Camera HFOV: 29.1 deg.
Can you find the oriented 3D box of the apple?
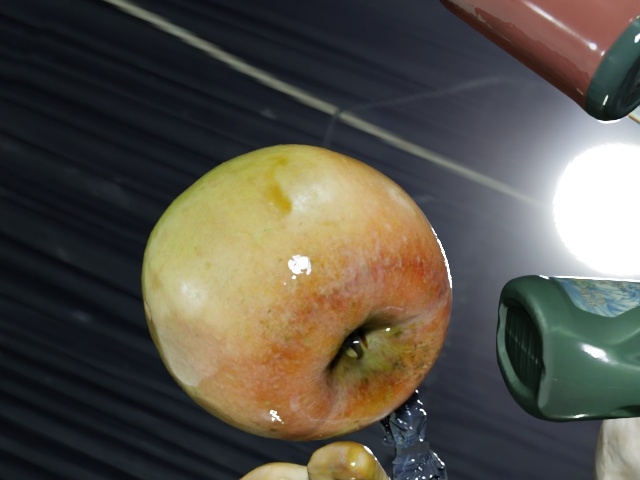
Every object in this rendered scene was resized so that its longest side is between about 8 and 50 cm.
[{"bbox_3d":[-0.031,0.057,1.409,0.339,0.305,0.338,-19,127,-26],"label":"apple"}]

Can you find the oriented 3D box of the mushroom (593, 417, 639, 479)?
[{"bbox_3d":[0.408,0.280,1.243,0.290,0.298,0.297,-51,162,-35],"label":"mushroom"}]

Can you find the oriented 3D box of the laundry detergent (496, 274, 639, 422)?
[{"bbox_3d":[0.219,0.062,0.697,0.144,0.222,0.078,-116,-151,-78],"label":"laundry detergent"}]

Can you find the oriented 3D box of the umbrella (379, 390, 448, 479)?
[{"bbox_3d":[0.111,0.257,1.492,0.071,0.080,0.224,25,59,-85],"label":"umbrella"}]

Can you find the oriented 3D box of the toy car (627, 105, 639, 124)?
[{"bbox_3d":[0.413,-0.179,1.549,0.056,0.205,0.095,-51,-167,41],"label":"toy car"}]

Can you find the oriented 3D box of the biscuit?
[{"bbox_3d":[0.043,0.236,1.106,0.164,0.208,0.047,-27,-133,38],"label":"biscuit"}]

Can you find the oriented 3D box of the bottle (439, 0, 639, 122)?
[{"bbox_3d":[0.226,-0.278,1.346,0.144,0.336,0.144,-39,156,-22],"label":"bottle"}]
